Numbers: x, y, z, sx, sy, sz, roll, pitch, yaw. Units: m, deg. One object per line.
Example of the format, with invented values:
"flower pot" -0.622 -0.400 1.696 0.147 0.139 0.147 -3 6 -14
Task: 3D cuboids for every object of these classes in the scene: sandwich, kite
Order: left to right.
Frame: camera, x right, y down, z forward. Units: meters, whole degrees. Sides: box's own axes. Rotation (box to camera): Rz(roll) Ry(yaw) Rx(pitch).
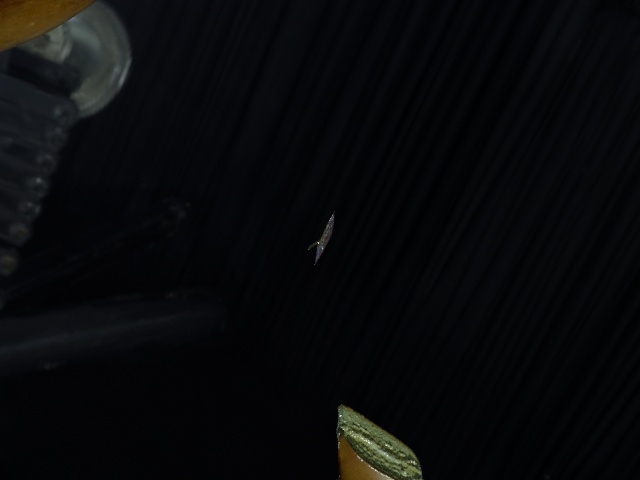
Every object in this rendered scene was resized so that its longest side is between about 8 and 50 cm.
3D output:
"kite" -0.002 0.005 0.819 0.002 0.078 0.044 21 -124 -9
"sandwich" 0.030 0.122 0.513 0.044 0.083 0.031 -3 -143 6

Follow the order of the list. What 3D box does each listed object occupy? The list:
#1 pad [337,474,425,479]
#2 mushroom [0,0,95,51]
"pad" 0.097 0.312 1.083 0.190 0.127 0.004 29 -155 7
"mushroom" -0.209 -0.254 0.584 0.208 0.301 0.233 11 -157 23
